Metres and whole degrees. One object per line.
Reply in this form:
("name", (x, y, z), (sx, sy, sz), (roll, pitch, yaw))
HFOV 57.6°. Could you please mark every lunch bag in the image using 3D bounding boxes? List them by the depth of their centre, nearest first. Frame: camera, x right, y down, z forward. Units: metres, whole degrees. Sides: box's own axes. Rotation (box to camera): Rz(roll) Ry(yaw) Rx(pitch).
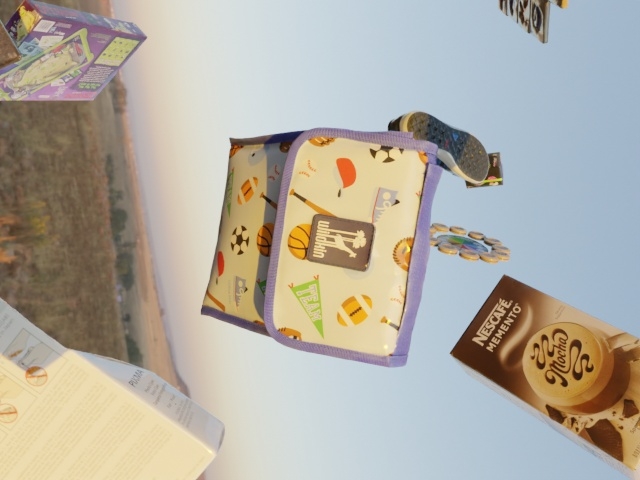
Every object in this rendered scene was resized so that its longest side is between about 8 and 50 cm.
("lunch bag", (0.000, 0.000, 0.915), (0.386, 0.239, 0.327), (9, -90, 47))

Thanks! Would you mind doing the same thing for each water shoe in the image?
("water shoe", (0.206, -0.163, 1.000), (0.080, 0.203, 0.072), (13, -103, 61))

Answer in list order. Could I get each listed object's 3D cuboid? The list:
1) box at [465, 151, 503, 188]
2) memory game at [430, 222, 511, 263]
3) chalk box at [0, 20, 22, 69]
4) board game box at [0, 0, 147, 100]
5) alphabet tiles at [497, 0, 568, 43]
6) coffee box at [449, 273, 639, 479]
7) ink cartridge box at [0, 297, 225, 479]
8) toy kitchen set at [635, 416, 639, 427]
("box", (0.374, -0.161, 1.335), (0.062, 0.083, 0.052), (58, 36, -45))
("memory game", (0.268, 0.002, 1.099), (0.186, 0.186, 0.012), (-129, -133, -60))
("chalk box", (-0.538, -0.327, 0.689), (0.179, 0.180, 0.288), (36, -26, 35))
("board game box", (-0.503, -0.359, 1.144), (0.056, 0.208, 0.347), (46, 18, -1))
("alphabet tiles", (0.279, -0.439, 0.790), (0.342, 0.011, 0.285), (-91, 173, -57))
("coffee box", (0.376, 0.200, 0.891), (0.297, 0.168, 0.119), (29, -11, 40))
("ink cartridge box", (-0.385, 0.287, 0.842), (0.385, 0.308, 0.091), (40, 8, -8))
("toy kitchen set", (0.342, 0.174, 0.525), (0.075, 0.068, 0.083), (38, -69, 51))
